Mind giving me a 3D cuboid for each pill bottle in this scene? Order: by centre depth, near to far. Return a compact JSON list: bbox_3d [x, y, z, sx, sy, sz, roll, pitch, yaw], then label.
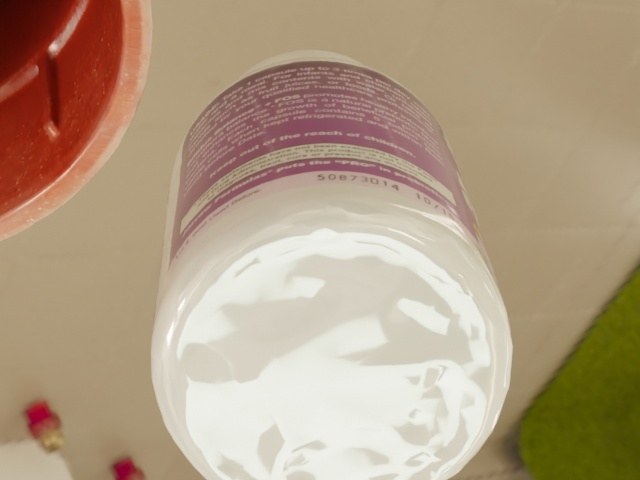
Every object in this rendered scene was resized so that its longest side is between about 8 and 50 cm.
[{"bbox_3d":[0.000,0.000,0.795,0.169,0.301,0.169,-1,115,-2],"label":"pill bottle"}]

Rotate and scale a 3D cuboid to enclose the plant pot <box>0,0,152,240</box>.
[{"bbox_3d":[-0.208,-0.173,0.615,0.272,0.265,0.272,-4,139,-3],"label":"plant pot"}]
